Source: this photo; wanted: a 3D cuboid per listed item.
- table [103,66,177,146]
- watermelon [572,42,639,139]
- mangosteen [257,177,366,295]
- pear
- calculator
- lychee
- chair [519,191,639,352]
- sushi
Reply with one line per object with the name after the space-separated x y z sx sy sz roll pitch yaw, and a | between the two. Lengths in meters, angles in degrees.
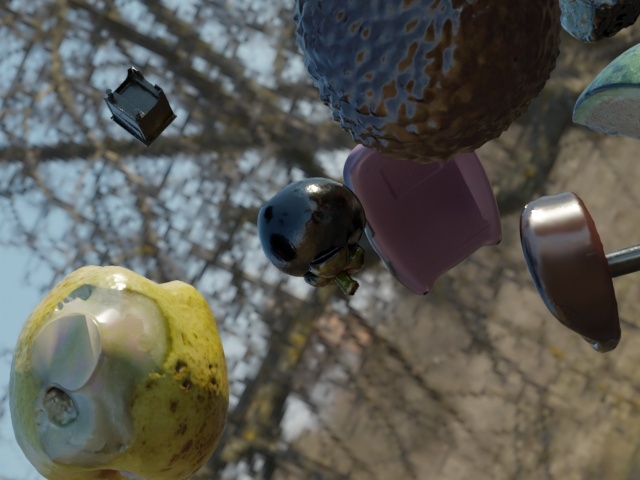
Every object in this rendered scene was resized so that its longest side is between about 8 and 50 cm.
-0.282 -0.209 2.492 0.070 0.083 0.082 -47 -22 -13 | table
0.513 -0.208 2.319 0.224 0.305 0.180 -29 -51 -57 | watermelon
0.000 0.000 1.901 0.137 0.151 0.137 -30 -10 -6 | mangosteen
-0.230 0.158 1.854 0.271 0.271 0.271 -64 -5 -11 | pear
0.145 -0.058 2.226 0.194 0.043 0.294 -34 -53 -5 | calculator
0.095 -0.196 1.468 0.260 0.261 0.260 -64 -5 -11 | lychee
0.452 0.008 2.086 0.226 0.401 0.226 165 90 -88 | chair
0.336 -0.345 1.920 0.147 0.115 0.212 -124 18 -67 | sushi
